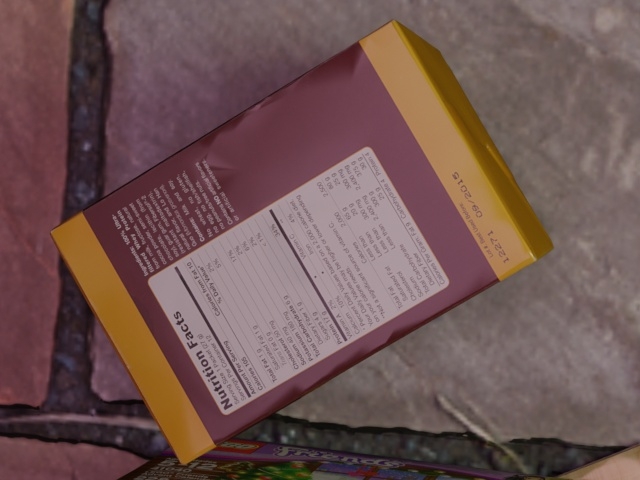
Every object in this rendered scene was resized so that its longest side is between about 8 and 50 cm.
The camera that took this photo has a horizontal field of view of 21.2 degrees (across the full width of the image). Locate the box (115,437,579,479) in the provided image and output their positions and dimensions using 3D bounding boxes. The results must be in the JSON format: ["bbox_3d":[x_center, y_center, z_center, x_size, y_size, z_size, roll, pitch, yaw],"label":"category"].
[{"bbox_3d":[0.041,0.157,0.860,0.293,0.201,0.057,5,95,13],"label":"box"}]

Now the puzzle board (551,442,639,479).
[{"bbox_3d":[0.163,0.185,0.943,0.096,0.011,0.128,-23,87,12],"label":"puzzle board"}]

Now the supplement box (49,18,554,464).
[{"bbox_3d":[0.000,0.000,0.874,0.194,0.191,0.129,-31,86,10],"label":"supplement box"}]
